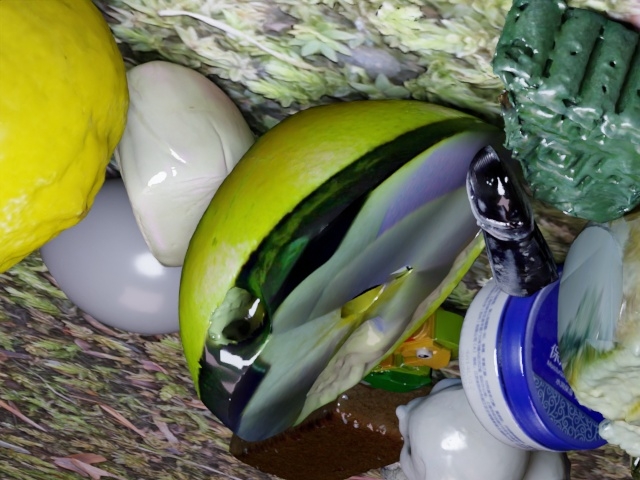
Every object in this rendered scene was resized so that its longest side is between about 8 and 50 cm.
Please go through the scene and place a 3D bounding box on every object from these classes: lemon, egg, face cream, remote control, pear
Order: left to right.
[{"bbox_3d":[-0.345,-0.129,1.493,0.348,0.348,0.348,13,155,6],"label":"lemon"},{"bbox_3d":[-0.214,0.015,1.890,0.232,0.176,0.176,16,155,10],"label":"egg"},{"bbox_3d":[0.000,-0.003,1.607,0.165,0.399,0.399,44,165,23],"label":"pear"},{"bbox_3d":[0.175,-0.012,1.570,0.066,0.090,0.266,-31,155,4],"label":"remote control"},{"bbox_3d":[0.250,0.128,1.807,0.111,0.206,0.206,-6,148,48],"label":"face cream"}]

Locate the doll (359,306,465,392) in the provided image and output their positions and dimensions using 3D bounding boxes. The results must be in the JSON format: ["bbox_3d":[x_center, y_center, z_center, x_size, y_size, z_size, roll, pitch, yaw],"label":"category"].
[{"bbox_3d":[0.111,0.129,2.010,0.134,0.106,0.186,13,157,-16],"label":"doll"}]

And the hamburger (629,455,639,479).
[{"bbox_3d":[0.484,0.305,2.159,0.155,0.135,0.208,26,173,17],"label":"hamburger"}]

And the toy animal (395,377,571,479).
[{"bbox_3d":[0.211,0.284,2.060,0.174,0.249,0.289,15,-169,38],"label":"toy animal"}]

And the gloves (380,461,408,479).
[{"bbox_3d":[0.154,0.354,2.490,0.153,0.070,0.114,-8,146,45],"label":"gloves"}]

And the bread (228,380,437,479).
[{"bbox_3d":[0.016,0.260,2.335,0.165,0.113,0.416,25,155,-16],"label":"bread"}]

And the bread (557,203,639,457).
[{"bbox_3d":[0.377,0.059,1.545,0.264,0.239,0.395,18,154,-4],"label":"bread"}]

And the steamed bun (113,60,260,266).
[{"bbox_3d":[-0.128,-0.082,1.667,0.152,0.170,0.239,-19,159,-6],"label":"steamed bun"}]

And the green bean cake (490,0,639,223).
[{"bbox_3d":[0.222,-0.108,1.457,0.193,0.107,0.208,18,156,-6],"label":"green bean cake"}]
